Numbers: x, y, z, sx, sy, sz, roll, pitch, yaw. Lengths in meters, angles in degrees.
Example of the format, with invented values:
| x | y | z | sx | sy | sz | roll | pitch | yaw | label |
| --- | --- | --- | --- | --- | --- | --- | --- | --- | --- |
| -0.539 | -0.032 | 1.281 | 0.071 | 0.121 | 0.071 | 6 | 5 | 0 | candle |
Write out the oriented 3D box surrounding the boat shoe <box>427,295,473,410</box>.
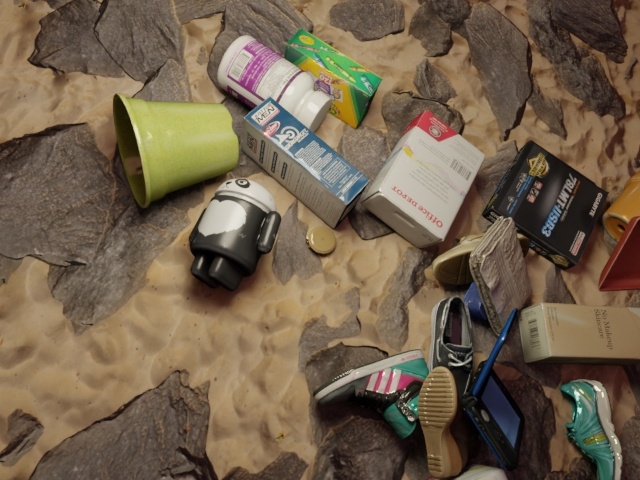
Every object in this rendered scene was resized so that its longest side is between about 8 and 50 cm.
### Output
| x | y | z | sx | sy | sz | roll | pitch | yaw | label |
| --- | --- | --- | --- | --- | --- | --- | --- | --- | --- |
| 0.338 | 0.288 | 1.240 | 0.108 | 0.102 | 0.301 | 10 | 68 | -7 | boat shoe |

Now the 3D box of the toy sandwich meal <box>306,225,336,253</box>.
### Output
| x | y | z | sx | sy | sz | roll | pitch | yaw | label |
| --- | --- | --- | --- | --- | --- | --- | --- | --- | --- |
| 0.000 | 0.000 | 1.328 | 0.085 | 0.029 | 0.085 | 5 | 69 | -14 | toy sandwich meal |

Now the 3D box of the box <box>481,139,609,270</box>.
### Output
| x | y | z | sx | sy | sz | roll | pitch | yaw | label |
| --- | --- | --- | --- | --- | --- | --- | --- | --- | --- |
| 0.678 | -0.110 | 1.475 | 0.293 | 0.073 | 0.295 | 35 | 68 | 4 | box |

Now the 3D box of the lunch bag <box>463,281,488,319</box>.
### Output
| x | y | z | sx | sy | sz | roll | pitch | yaw | label |
| --- | --- | --- | --- | --- | --- | --- | --- | --- | --- |
| 0.425 | 0.158 | 1.321 | 0.098 | 0.065 | 0.067 | -53 | 126 | -24 | lunch bag |

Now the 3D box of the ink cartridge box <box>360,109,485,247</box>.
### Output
| x | y | z | sx | sy | sz | roll | pitch | yaw | label |
| --- | --- | --- | --- | --- | --- | --- | --- | --- | --- |
| 0.286 | -0.169 | 1.367 | 0.226 | 0.131 | 0.306 | 36 | 70 | -9 | ink cartridge box |

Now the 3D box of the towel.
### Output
| x | y | z | sx | sy | sz | roll | pitch | yaw | label |
| --- | --- | --- | --- | --- | --- | --- | --- | --- | --- |
| 0.478 | 0.094 | 1.283 | 0.187 | 0.049 | 0.282 | -45 | 122 | -27 | towel |

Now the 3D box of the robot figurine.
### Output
| x | y | z | sx | sy | sz | roll | pitch | yaw | label |
| --- | --- | --- | --- | --- | --- | --- | --- | --- | --- |
| -0.215 | -0.020 | 1.214 | 0.209 | 0.173 | 0.278 | 22 | 68 | -5 | robot figurine |

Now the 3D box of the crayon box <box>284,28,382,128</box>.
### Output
| x | y | z | sx | sy | sz | roll | pitch | yaw | label |
| --- | --- | --- | --- | --- | --- | --- | --- | --- | --- |
| 0.026 | -0.467 | 1.434 | 0.278 | 0.165 | 0.081 | 33 | 67 | 3 | crayon box |

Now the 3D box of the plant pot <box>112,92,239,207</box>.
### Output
| x | y | z | sx | sy | sz | roll | pitch | yaw | label |
| --- | --- | --- | --- | --- | --- | --- | --- | --- | --- |
| -0.355 | -0.242 | 1.245 | 0.254 | 0.276 | 0.276 | -15 | 73 | -27 | plant pot |

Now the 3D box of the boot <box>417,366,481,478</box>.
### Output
| x | y | z | sx | sy | sz | roll | pitch | yaw | label |
| --- | --- | --- | --- | --- | --- | --- | --- | --- | --- |
| 0.309 | 0.406 | 1.139 | 0.207 | 0.090 | 0.248 | 6 | 86 | -51 | boot |

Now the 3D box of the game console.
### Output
| x | y | z | sx | sy | sz | roll | pitch | yaw | label |
| --- | --- | --- | --- | --- | --- | --- | --- | --- | --- |
| 0.440 | 0.326 | 1.128 | 0.173 | 0.293 | 0.250 | -38 | 78 | 24 | game console |

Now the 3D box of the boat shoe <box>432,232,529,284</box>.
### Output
| x | y | z | sx | sy | sz | roll | pitch | yaw | label |
| --- | --- | --- | --- | --- | --- | --- | --- | --- | --- |
| 0.429 | 0.037 | 1.364 | 0.302 | 0.109 | 0.098 | -17 | 33 | -16 | boat shoe |

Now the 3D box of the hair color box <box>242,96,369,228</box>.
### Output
| x | y | z | sx | sy | sz | roll | pitch | yaw | label |
| --- | --- | --- | --- | --- | --- | --- | --- | --- | --- |
| -0.047 | -0.203 | 1.316 | 0.347 | 0.174 | 0.105 | 41 | 68 | 6 | hair color box |

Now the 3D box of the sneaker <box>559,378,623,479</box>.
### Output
| x | y | z | sx | sy | sz | roll | pitch | yaw | label |
| --- | --- | --- | --- | --- | --- | --- | --- | --- | --- |
| 0.680 | 0.495 | 1.246 | 0.110 | 0.107 | 0.275 | -6 | 65 | 8 | sneaker |

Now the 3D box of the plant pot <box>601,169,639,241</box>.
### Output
| x | y | z | sx | sy | sz | roll | pitch | yaw | label |
| --- | --- | --- | --- | --- | --- | --- | --- | --- | --- |
| 0.960 | -0.084 | 1.461 | 0.188 | 0.205 | 0.205 | -36 | 79 | -5 | plant pot |

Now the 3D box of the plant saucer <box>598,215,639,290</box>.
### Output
| x | y | z | sx | sy | sz | roll | pitch | yaw | label |
| --- | --- | --- | --- | --- | --- | --- | --- | --- | --- |
| 0.941 | 0.028 | 1.402 | 0.258 | 0.259 | 0.048 | -2 | 36 | -11 | plant saucer |

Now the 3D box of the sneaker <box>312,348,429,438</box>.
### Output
| x | y | z | sx | sy | sz | roll | pitch | yaw | label |
| --- | --- | --- | --- | --- | --- | --- | --- | --- | --- |
| 0.144 | 0.385 | 1.163 | 0.295 | 0.124 | 0.178 | -14 | 63 | -17 | sneaker |

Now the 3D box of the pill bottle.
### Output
| x | y | z | sx | sy | sz | roll | pitch | yaw | label |
| --- | --- | --- | --- | --- | --- | --- | --- | --- | --- |
| -0.125 | -0.428 | 1.389 | 0.301 | 0.169 | 0.169 | 35 | 67 | 3 | pill bottle |

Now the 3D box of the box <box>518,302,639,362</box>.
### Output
| x | y | z | sx | sy | sz | roll | pitch | yaw | label |
| --- | --- | --- | --- | --- | --- | --- | --- | --- | --- |
| 0.707 | 0.253 | 1.313 | 0.311 | 0.121 | 0.148 | 2 | 68 | -10 | box |

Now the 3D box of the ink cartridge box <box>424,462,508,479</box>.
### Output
| x | y | z | sx | sy | sz | roll | pitch | yaw | label |
| --- | --- | --- | --- | --- | --- | --- | --- | --- | --- |
| 0.335 | 0.582 | 1.088 | 0.127 | 0.176 | 0.128 | -13 | 72 | -15 | ink cartridge box |
